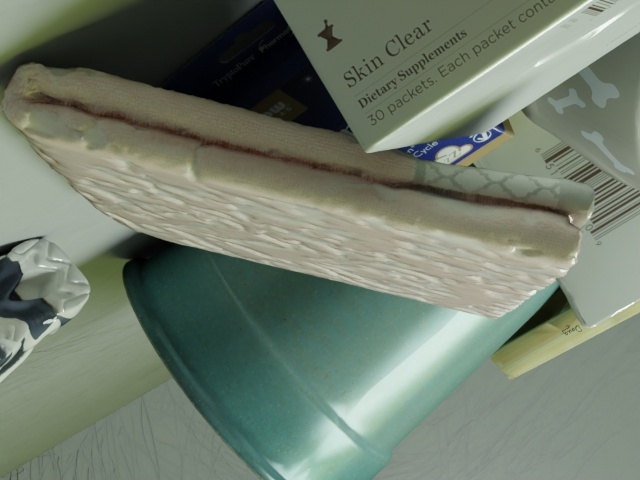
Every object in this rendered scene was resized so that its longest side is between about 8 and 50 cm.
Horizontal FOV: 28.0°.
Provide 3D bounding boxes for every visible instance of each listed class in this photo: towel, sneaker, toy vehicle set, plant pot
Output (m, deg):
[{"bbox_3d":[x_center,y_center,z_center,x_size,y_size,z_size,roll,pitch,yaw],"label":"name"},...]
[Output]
[{"bbox_3d":[-0.013,-0.022,0.807,0.316,0.053,0.332,13,171,1],"label":"towel"},{"bbox_3d":[-0.292,0.087,0.963,0.153,0.094,0.235,-44,178,27],"label":"sneaker"},{"bbox_3d":[0.295,0.033,1.278,0.267,0.035,0.166,-38,-173,47],"label":"toy vehicle set"},{"bbox_3d":[0.040,0.050,1.291,0.334,0.341,0.341,-39,173,5],"label":"plant pot"}]

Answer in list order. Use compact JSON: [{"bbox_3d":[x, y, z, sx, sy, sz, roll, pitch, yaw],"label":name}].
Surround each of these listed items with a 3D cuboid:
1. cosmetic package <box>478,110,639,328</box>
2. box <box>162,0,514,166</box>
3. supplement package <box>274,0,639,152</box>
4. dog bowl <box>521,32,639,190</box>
[{"bbox_3d":[0.243,-0.091,1.187,0.156,0.217,0.385,-32,-175,12],"label":"cosmetic package"},{"bbox_3d":[0.015,-0.085,0.871,0.136,0.037,0.225,-33,143,27],"label":"box"},{"bbox_3d":[0.120,-0.176,0.622,0.262,0.145,0.204,-34,173,23],"label":"supplement package"},{"bbox_3d":[0.289,-0.172,0.835,0.348,0.102,0.349,-24,137,-25],"label":"dog bowl"}]
